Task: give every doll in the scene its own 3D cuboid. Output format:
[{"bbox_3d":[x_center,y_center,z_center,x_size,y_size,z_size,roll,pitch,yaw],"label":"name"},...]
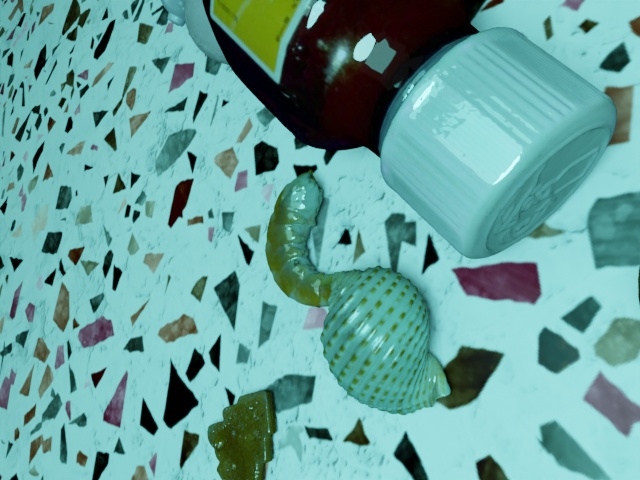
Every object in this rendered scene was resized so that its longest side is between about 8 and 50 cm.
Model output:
[{"bbox_3d":[-0.167,-0.365,0.855,0.287,0.151,0.151,43,106,43],"label":"doll"}]

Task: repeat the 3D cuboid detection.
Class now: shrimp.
[{"bbox_3d":[0.000,0.000,0.670,0.166,0.049,0.161,19,93,41],"label":"shrimp"}]

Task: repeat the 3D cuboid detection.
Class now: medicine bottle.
[{"bbox_3d":[0.071,-0.164,0.546,0.242,0.242,0.395,-48,66,20],"label":"medicine bottle"}]

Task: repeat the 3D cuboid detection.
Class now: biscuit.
[{"bbox_3d":[-0.091,0.243,0.696,0.119,0.019,0.130,37,103,41],"label":"biscuit"}]

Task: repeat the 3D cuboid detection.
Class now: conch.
[{"bbox_3d":[0.051,0.102,0.566,0.135,0.102,0.153,-46,53,39],"label":"conch"}]

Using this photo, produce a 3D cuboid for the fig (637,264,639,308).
[{"bbox_3d":[0.306,-0.001,0.376,0.160,0.231,0.143,-12,114,39],"label":"fig"}]
